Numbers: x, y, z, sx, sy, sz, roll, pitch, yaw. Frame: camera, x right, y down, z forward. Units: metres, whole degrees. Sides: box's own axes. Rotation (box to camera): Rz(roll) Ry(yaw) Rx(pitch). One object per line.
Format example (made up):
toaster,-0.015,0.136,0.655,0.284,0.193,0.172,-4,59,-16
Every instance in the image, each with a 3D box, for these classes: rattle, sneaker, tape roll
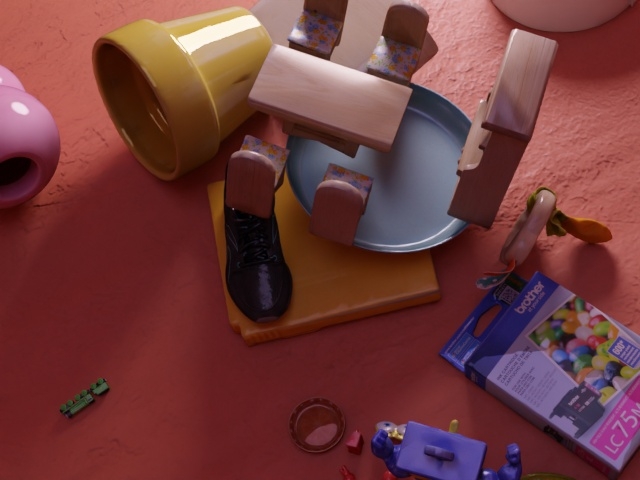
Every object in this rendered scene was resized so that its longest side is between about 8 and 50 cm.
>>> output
rattle,0.326,0.026,1.666,0.143,0.130,0.199,43,40,-11
sneaker,-0.109,-0.005,1.713,0.101,0.106,0.267,-13,64,1
tape roll,0.414,-0.494,1.929,0.286,0.100,0.286,-4,62,7

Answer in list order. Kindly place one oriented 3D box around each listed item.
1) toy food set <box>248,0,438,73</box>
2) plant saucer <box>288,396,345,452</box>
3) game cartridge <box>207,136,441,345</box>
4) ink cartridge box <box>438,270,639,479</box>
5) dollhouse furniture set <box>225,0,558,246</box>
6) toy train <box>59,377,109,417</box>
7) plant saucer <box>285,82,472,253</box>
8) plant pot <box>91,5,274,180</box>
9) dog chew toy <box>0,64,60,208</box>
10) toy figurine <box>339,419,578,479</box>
toy food set,0.024,-0.351,1.938,0.220,0.092,0.306,-41,62,1
plant saucer,-0.005,0.269,1.657,0.083,0.013,0.083,-3,64,7
game cartridge,0.000,0.000,1.778,0.324,0.052,0.285,-14,62,5
ink cartridge box,0.342,0.175,1.625,0.311,0.065,0.186,34,73,24
dollhouse furniture set,0.101,-0.200,1.631,0.394,0.256,0.362,19,60,4
toy train,-0.357,0.240,1.728,0.083,0.017,0.023,-36,74,-9
plant saucer,0.102,-0.111,1.753,0.318,0.043,0.317,3,60,-4
plant pot,-0.202,-0.257,1.843,0.239,0.254,0.254,-30,61,-25
dog chew toy,-0.566,-0.205,1.892,0.207,0.206,0.332,-32,56,-7
toy figurine,0.179,0.329,1.483,0.363,0.217,0.191,16,67,17
